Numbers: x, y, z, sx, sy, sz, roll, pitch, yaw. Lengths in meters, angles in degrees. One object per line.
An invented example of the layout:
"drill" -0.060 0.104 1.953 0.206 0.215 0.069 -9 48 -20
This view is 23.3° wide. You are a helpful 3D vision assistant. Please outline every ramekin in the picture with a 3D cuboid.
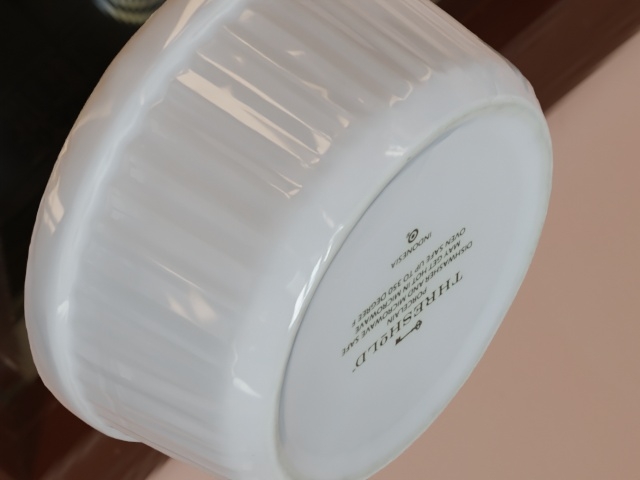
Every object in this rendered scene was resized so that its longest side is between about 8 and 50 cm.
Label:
"ramekin" 0.000 0.000 0.746 0.127 0.273 0.273 31 -105 28
